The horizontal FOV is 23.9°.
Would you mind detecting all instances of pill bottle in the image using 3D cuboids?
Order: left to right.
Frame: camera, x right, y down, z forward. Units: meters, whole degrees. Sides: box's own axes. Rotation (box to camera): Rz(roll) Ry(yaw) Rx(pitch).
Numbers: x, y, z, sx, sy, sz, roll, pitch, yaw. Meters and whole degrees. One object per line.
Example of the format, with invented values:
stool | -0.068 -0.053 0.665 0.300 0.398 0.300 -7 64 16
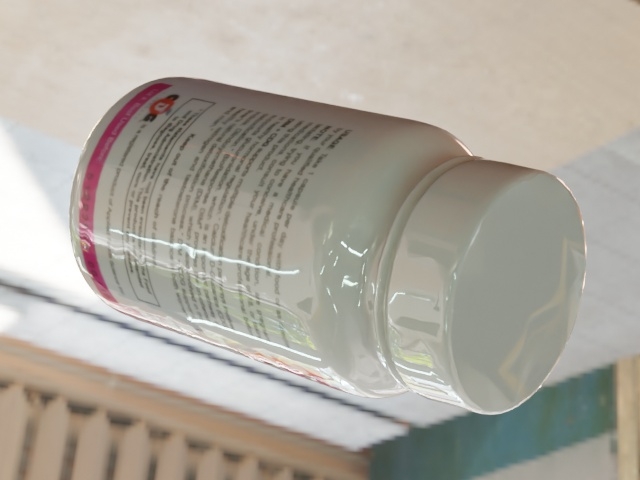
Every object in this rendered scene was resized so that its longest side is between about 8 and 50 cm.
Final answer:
pill bottle | 0.000 0.000 0.886 0.283 0.160 0.160 15 164 39
